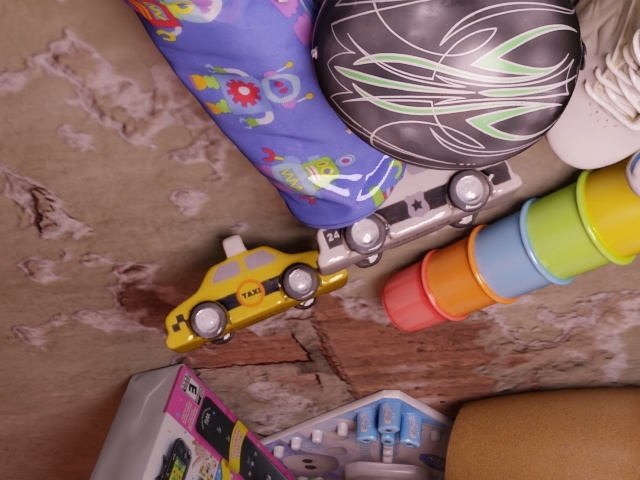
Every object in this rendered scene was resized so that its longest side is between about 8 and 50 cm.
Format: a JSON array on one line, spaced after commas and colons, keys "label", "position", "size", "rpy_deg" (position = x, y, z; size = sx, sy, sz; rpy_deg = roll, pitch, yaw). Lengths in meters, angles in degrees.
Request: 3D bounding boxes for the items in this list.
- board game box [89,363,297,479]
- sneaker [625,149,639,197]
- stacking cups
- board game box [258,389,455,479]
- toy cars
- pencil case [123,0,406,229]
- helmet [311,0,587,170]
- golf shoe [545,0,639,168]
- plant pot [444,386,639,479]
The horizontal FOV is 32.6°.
[{"label": "board game box", "position": [-0.141, 0.332, 1.335], "size": [0.097, 0.224, 0.303], "rpy_deg": [-16, 128, 30]}, {"label": "sneaker", "position": [0.337, -0.099, 0.790], "size": [0.240, 0.091, 0.126], "rpy_deg": [-11, 133, 15]}, {"label": "stacking cups", "position": [0.186, 0.004, 1.012], "size": [0.096, 0.096, 0.316], "rpy_deg": [32, 142, -33]}, {"label": "board game box", "position": [0.091, 0.355, 1.536], "size": [0.390, 0.050, 0.390], "rpy_deg": [31, 137, -32]}, {"label": "toy cars", "position": [0.000, 0.000, 1.010], "size": [0.393, 0.087, 0.176], "rpy_deg": [-29, 170, 37]}, {"label": "pencil case", "position": [-0.032, -0.132, 0.805], "size": [0.133, 0.119, 0.306], "rpy_deg": [0, 148, 31]}, {"label": "helmet", "position": [0.086, -0.124, 0.731], "size": [0.169, 0.161, 0.169], "rpy_deg": [12, 116, 25]}, {"label": "golf shoe", "position": [0.228, -0.138, 0.733], "size": [0.115, 0.140, 0.306], "rpy_deg": [35, 140, 3]}, {"label": "plant pot", "position": [0.281, 0.270, 1.266], "size": [0.254, 0.237, 0.237], "rpy_deg": [7, 147, 22]}]
